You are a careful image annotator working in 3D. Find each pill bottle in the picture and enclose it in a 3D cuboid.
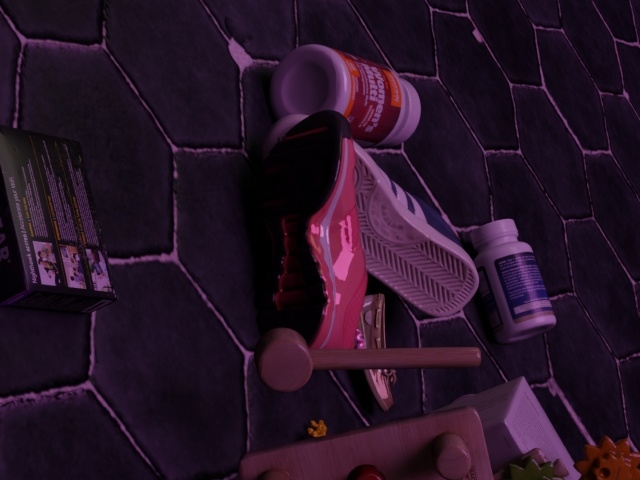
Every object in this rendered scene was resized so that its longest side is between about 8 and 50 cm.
[{"bbox_3d":[0.038,-0.186,2.269,0.221,0.121,0.121,7,62,-57],"label":"pill bottle"},{"bbox_3d":[0.278,0.059,2.508,0.094,0.094,0.169,6,63,-58],"label":"pill bottle"}]

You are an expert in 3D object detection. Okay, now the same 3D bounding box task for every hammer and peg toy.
[{"bbox_3d":[0.058,0.261,1.735,0.127,0.266,0.361,-85,163,-80],"label":"hammer and peg toy"}]

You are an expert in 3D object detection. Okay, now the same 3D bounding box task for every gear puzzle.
[{"bbox_3d":[0.243,0.351,2.006,0.175,0.339,0.044,59,-4,-13],"label":"gear puzzle"}]

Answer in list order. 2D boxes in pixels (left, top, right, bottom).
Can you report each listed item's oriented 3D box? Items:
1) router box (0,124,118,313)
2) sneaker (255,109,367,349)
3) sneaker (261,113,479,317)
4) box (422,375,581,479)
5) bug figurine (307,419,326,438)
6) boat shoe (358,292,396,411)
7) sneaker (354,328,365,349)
[{"bbox_3d":[-0.277,-0.021,1.688,0.133,0.046,0.179,11,59,-56],"label":"router box"},{"bbox_3d":[-0.001,0.000,2.056,0.136,0.116,0.314,31,59,-54],"label":"sneaker"},{"bbox_3d":[0.054,-0.041,2.208,0.350,0.131,0.148,44,10,-21],"label":"sneaker"},{"bbox_3d":[0.208,0.294,2.113,0.182,0.181,0.119,58,29,-13],"label":"box"},{"bbox_3d":[0.080,0.292,1.915,0.216,0.279,0.072,-80,-178,-68],"label":"bug figurine"},{"bbox_3d":[0.073,0.139,2.135,0.056,0.048,0.153,67,9,-62],"label":"boat shoe"},{"bbox_3d":[0.014,0.092,2.099,0.057,0.047,0.119,-3,69,-48],"label":"sneaker"}]
